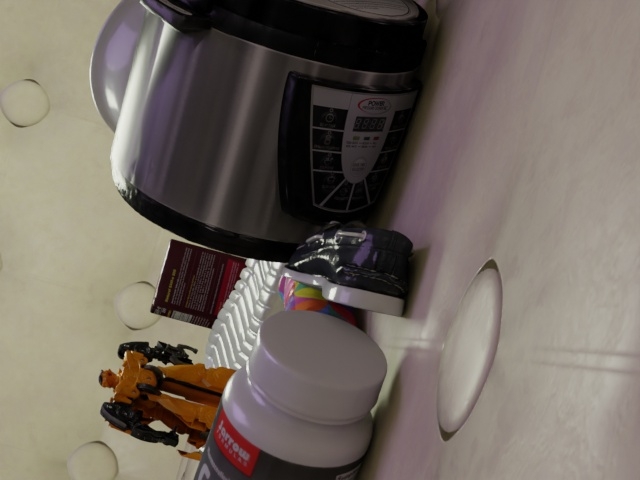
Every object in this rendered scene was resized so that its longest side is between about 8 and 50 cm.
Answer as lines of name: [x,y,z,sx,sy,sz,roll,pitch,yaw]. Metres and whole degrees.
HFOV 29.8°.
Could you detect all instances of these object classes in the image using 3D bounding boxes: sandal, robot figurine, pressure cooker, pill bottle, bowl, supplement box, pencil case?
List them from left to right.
robot figurine: [-0.204,0.259,1.860,0.211,0.291,0.085,-84,12,-54]
bowl: [-0.183,-0.243,1.804,0.134,0.298,0.297,40,119,45]
supplement box: [-0.174,0.095,2.164,0.073,0.240,0.130,126,159,-69]
sandal: [-0.084,0.120,2.022,0.416,0.102,0.169,-64,32,24]
pressure cooker: [-0.064,-0.224,1.555,0.370,0.376,0.420,-86,13,-68]
pill bottle: [-0.041,0.225,1.252,0.161,0.161,0.283,-90,17,-63]
pencil case: [-0.007,0.100,1.511,0.236,0.104,0.104,-89,17,-70]

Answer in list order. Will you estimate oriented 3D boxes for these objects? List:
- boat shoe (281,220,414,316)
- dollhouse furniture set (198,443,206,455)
boat shoe: [0.035,0.023,1.360,0.302,0.114,0.091,-165,90,-70]
dollhouse furniture set: [-0.028,0.291,1.470,0.101,0.161,0.181,29,150,52]
